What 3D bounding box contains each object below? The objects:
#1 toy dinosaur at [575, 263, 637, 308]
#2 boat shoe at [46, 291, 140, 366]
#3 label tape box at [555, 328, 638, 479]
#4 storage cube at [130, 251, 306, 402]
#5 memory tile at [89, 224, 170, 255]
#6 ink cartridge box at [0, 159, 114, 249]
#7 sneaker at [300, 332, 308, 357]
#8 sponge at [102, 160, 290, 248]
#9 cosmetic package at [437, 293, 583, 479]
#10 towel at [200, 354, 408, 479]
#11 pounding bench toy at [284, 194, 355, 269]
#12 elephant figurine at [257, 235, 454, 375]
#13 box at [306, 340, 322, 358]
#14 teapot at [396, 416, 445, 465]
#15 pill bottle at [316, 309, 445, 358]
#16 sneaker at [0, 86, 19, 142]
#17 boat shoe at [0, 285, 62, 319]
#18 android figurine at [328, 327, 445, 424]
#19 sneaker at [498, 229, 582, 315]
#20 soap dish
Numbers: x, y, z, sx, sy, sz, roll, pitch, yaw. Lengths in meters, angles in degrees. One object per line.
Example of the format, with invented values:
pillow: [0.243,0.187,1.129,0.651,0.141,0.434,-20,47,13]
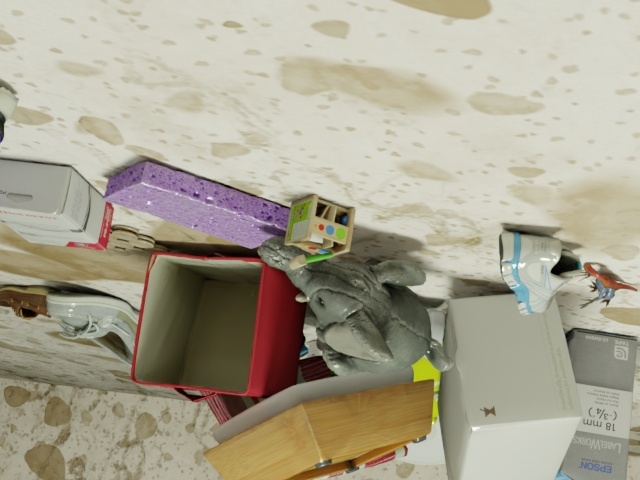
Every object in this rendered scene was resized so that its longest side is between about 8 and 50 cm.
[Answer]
toy dinosaur: [0.348,0.048,1.231,0.090,0.047,0.082,-23,154,-5]
boat shoe: [-0.424,0.171,1.946,0.118,0.103,0.320,4,164,19]
label tape box: [0.414,0.331,1.604,0.106,0.333,0.240,9,164,2]
storage cube: [-0.142,0.133,1.462,0.184,0.215,0.193,3,169,19]
memory tile: [-0.301,0.001,1.446,0.148,0.012,0.113,0,162,31]
ink cartridge box: [-0.331,-0.042,1.217,0.109,0.063,0.150,7,164,10]
sneaker: [-0.103,0.151,1.735,0.140,0.125,0.341,-15,163,0]
sponge: [-0.137,-0.039,1.176,0.210,0.031,0.117,19,162,-31]
cosmetic package: [0.260,0.245,1.453,0.155,0.197,0.365,-5,150,0]
towel: [-0.024,0.294,1.669,0.329,0.237,0.037,-1,133,-45]
pounding bench toy: [0.000,0.000,1.137,0.065,0.083,0.052,19,161,-28]
elephant figurine: [0.049,0.082,1.236,0.186,0.169,0.239,-18,158,2]
box: [0.128,0.269,2.051,0.324,0.063,0.067,16,162,-23]
teapot: [0.189,0.287,1.882,0.256,0.187,0.252,30,130,-11]
pill bottle: [0.090,0.129,1.507,0.184,0.103,0.103,9,164,0]
sneaker: [-0.419,-0.072,1.006,0.102,0.146,0.293,22,159,-38]
boat shoe: [-0.577,0.123,1.944,0.178,0.060,0.064,-3,161,37]
android figurine: [0.139,0.217,1.665,0.248,0.056,0.273,-23,124,32]
sneaker: [0.266,0.042,1.169,0.083,0.071,0.191,-3,161,21]
soap dish: [0.009,0.282,1.475,0.291,0.118,0.229,-1,155,-46]
